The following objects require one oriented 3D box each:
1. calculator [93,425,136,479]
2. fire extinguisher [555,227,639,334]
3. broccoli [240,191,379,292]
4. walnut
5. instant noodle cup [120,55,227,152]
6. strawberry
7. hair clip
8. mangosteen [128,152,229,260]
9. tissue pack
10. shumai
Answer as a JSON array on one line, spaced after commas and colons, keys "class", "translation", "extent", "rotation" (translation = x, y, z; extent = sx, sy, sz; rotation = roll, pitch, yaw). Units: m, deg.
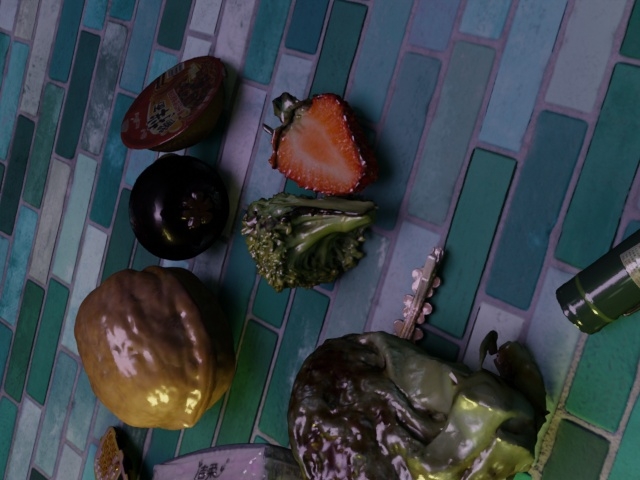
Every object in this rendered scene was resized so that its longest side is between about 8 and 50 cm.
[{"class": "calculator", "translation": [-0.475, 0.539, 2.171], "extent": [0.157, 0.033, 0.236], "rotation": [-62, 38, 26]}, {"class": "fire extinguisher", "translation": [0.485, 0.023, 1.369], "extent": [0.118, 0.093, 0.294], "rotation": [48, 120, 1]}, {"class": "broccoli", "translation": [-0.008, 0.012, 1.711], "extent": [0.273, 0.242, 0.180], "rotation": [8, 109, 35]}, {"class": "walnut", "translation": [-0.327, 0.222, 1.909], "extent": [0.306, 0.306, 0.343], "rotation": [-42, 63, 31]}, {"class": "instant noodle cup", "translation": [-0.293, -0.268, 2.001], "extent": [0.274, 0.090, 0.274], "rotation": [-22, 42, 21]}, {"class": "strawberry", "translation": [0.014, -0.173, 1.756], "extent": [0.286, 0.106, 0.188], "rotation": [48, 113, 35]}, {"class": "hair clip", "translation": [0.172, 0.108, 1.658], "extent": [0.062, 0.056, 0.213], "rotation": [26, 114, 21]}, {"class": "mangosteen", "translation": [-0.300, -0.071, 1.964], "extent": [0.243, 0.243, 0.242], "rotation": [-2, 87, 40]}, {"class": "tissue pack", "translation": [-0.053, 0.454, 1.605], "extent": [0.288, 0.394, 0.124], "rotation": [-22, 52, 38]}, {"class": "shumai", "translation": [0.172, 0.290, 1.452], "extent": [0.348, 0.395, 0.395], "rotation": [-30, 69, 37]}]
